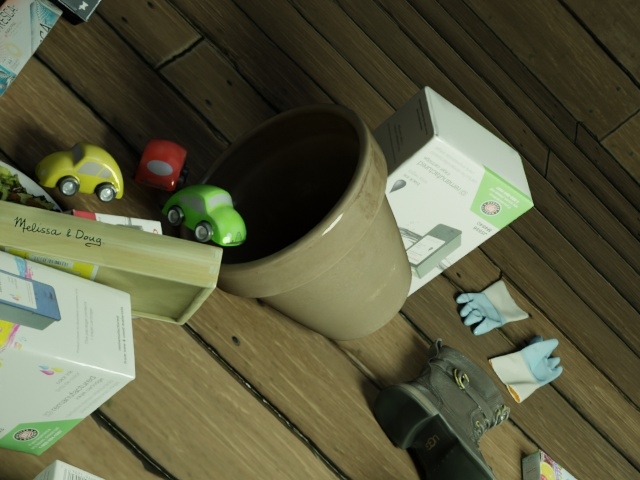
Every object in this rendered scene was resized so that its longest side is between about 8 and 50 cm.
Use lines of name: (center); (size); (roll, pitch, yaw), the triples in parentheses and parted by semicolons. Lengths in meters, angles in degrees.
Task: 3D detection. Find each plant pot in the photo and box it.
plant pot: (0.000, 0.000, 1.275); (0.229, 0.263, 0.263); (49, 23, -37)

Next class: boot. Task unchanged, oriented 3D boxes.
boot: (0.201, 0.252, 1.376); (0.263, 0.091, 0.229); (53, 29, 13)

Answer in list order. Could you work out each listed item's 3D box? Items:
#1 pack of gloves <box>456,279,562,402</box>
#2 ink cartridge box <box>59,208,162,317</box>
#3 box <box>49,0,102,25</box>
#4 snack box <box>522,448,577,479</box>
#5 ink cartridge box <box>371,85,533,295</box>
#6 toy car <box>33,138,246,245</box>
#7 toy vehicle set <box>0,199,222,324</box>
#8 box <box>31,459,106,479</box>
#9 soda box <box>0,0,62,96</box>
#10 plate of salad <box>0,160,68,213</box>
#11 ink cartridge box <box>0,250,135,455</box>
pack of gloves: (0.326, 0.150, 1.723); (0.195, 0.046, 0.232); (57, 29, 13)
ink cartridge box: (-0.217, 0.026, 1.060); (0.135, 0.056, 0.099); (7, 70, -60)
box: (-0.336, -0.353, 1.298); (0.156, 0.093, 0.158); (37, -3, -20)
snack box: (0.349, 0.377, 1.484); (0.141, 0.037, 0.100); (40, 30, -16)
ink cartridge box: (0.123, -0.052, 1.451); (0.198, 0.273, 0.115); (30, 36, -31)
toy car: (-0.172, -0.061, 1.180); (0.225, 0.053, 0.239); (27, 20, 26)
toy vehicle set: (-0.231, 0.016, 0.897); (0.266, 0.166, 0.035); (13, 71, -15)
box: (-0.116, 0.289, 0.917); (0.324, 0.063, 0.067); (31, 34, -29)
soda box: (-0.365, -0.232, 1.216); (0.063, 0.058, 0.183); (38, 31, -19)
plate of salad: (-0.317, -0.017, 1.030); (0.200, 0.048, 0.200); (34, 31, -24)
ink cartridge box: (-0.281, 0.085, 0.840); (0.212, 0.154, 0.093); (25, 40, -38)
